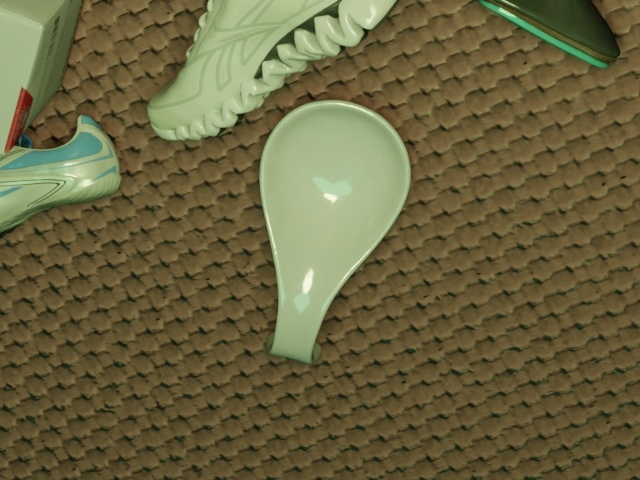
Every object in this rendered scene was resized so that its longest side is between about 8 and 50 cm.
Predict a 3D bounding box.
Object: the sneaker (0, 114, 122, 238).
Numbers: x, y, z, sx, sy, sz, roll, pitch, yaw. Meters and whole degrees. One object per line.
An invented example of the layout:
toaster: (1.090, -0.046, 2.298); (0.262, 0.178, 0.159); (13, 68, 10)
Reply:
sneaker: (-0.301, -0.048, 1.747); (0.237, 0.085, 0.086); (-20, 81, 5)

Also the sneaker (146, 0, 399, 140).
sneaker: (-0.059, -0.185, 1.618); (0.292, 0.110, 0.118); (-32, 110, 37)

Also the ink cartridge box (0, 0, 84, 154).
ink cartridge box: (-0.291, -0.179, 1.635); (0.127, 0.176, 0.128); (19, 115, 0)

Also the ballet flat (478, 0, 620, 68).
ballet flat: (0.139, -0.238, 1.605); (0.280, 0.095, 0.096); (21, 104, -3)

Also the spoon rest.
spoon rest: (0.000, 0.000, 1.735); (0.137, 0.084, 0.276); (13, 117, 1)
